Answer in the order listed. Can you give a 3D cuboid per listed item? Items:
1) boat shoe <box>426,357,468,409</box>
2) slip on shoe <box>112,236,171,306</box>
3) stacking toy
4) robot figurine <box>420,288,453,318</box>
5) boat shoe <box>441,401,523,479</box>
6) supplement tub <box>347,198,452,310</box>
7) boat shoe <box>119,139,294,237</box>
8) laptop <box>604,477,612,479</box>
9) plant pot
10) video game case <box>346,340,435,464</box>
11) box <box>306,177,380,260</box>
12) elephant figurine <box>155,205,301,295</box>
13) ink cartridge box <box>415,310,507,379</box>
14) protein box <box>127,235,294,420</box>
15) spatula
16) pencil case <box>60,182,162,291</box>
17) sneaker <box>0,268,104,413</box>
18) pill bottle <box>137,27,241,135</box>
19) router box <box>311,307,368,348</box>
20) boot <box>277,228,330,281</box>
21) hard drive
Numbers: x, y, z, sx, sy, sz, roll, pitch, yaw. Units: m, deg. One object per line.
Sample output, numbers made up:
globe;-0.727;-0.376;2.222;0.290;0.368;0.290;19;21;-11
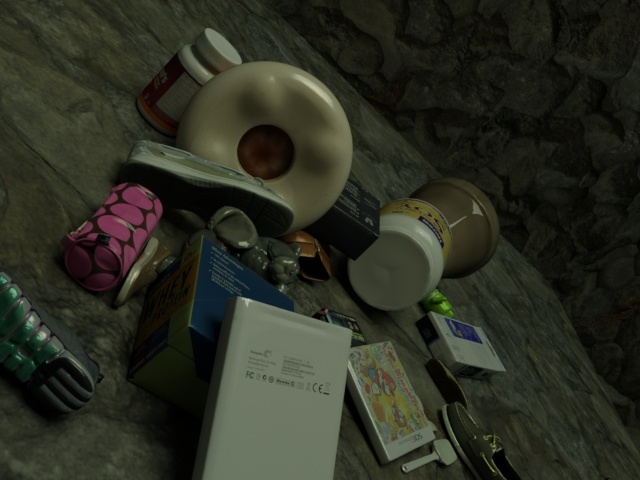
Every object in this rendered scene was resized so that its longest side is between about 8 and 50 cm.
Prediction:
boat shoe;0.326;0.360;1.649;0.049;0.056;0.152;7;47;-52
slip on shoe;-0.268;0.051;0.994;0.041;0.051;0.135;35;37;-15
stacking toy;-0.134;-0.234;1.481;0.350;0.350;0.480;42;8;-18
robot figurine;0.340;0.189;1.932;0.115;0.067;0.101;51;-6;15
boat shoe;0.384;0.496;1.493;0.109;0.091;0.305;15;40;-55
supplement tub;0.207;0.032;1.701;0.241;0.241;0.331;50;21;0
boat shoe;-0.199;-0.098;1.207;0.320;0.118;0.103;16;43;-13
laptop;0.660;0.802;1.355;0.382;0.408;0.236;46;-12;-10
plant pot;0.344;-0.009;2.000;0.323;0.323;0.280;54;38;9
video game case;0.134;0.318;1.330;0.206;0.026;0.227;4;56;-56
box;0.049;-0.064;1.495;0.156;0.093;0.158;34;31;-17
elephant figurine;-0.164;0.026;1.150;0.239;0.169;0.186;30;-4;-7
ink cartridge box;0.408;0.308;1.879;0.332;0.065;0.165;21;35;-48
protein box;-0.152;0.142;0.982;0.200;0.136;0.201;38;25;-27
spatula;0.199;0.407;1.384;0.242;0.019;0.168;12;44;-57
pencil case;-0.312;-0.016;0.999;0.098;0.095;0.209;36;22;-14
sneaker;-0.350;0.106;0.777;0.224;0.083;0.098;52;1;-6
pill bottle;-0.277;-0.335;1.395;0.121;0.221;0.121;40;23;-22
router box;0.044;0.200;1.392;0.122;0.038;0.092;23;35;-48
boot;0.000;0.000;1.531;0.283;0.109;0.220;26;31;-41
hard drive;-0.060;0.248;0.863;0.203;0.040;0.308;21;69;-35
